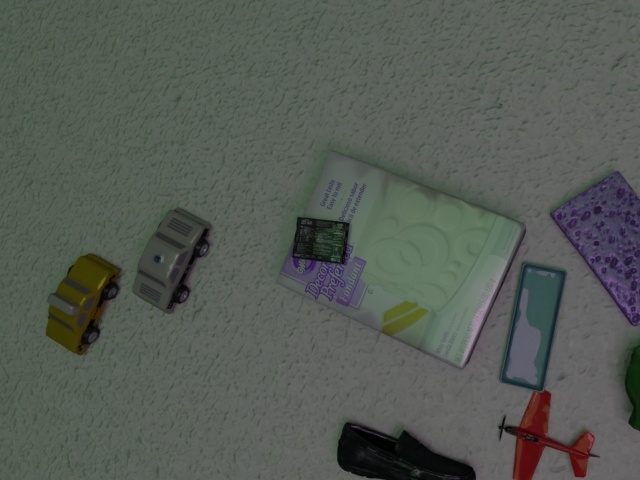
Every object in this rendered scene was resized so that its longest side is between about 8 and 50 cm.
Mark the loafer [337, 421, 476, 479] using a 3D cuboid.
[{"bbox_3d":[0.133,0.342,0.990,0.223,0.076,0.078,7,95,21],"label":"loafer"}]

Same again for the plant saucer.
[{"bbox_3d":[0.331,0.134,0.978,0.067,0.018,0.192,11,90,18],"label":"plant saucer"}]

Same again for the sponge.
[{"bbox_3d":[0.457,0.011,0.942,0.117,0.031,0.210,-35,77,12],"label":"sponge"}]

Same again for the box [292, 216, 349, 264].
[{"bbox_3d":[0.000,0.000,0.992,0.083,0.018,0.067,6,87,19],"label":"box"}]

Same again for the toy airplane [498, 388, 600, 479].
[{"bbox_3d":[0.345,0.309,0.953,0.151,0.028,0.151,-2,84,17],"label":"toy airplane"}]

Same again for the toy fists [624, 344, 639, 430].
[{"bbox_3d":[0.568,0.211,0.861,0.279,0.096,0.142,11,96,16],"label":"toy fists"}]

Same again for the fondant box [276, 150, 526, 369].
[{"bbox_3d":[0.125,0.027,1.010,0.330,0.096,0.238,23,93,19],"label":"fondant box"}]

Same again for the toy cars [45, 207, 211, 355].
[{"bbox_3d":[-0.373,0.078,1.162,0.393,0.087,0.176,-25,79,14],"label":"toy cars"}]
